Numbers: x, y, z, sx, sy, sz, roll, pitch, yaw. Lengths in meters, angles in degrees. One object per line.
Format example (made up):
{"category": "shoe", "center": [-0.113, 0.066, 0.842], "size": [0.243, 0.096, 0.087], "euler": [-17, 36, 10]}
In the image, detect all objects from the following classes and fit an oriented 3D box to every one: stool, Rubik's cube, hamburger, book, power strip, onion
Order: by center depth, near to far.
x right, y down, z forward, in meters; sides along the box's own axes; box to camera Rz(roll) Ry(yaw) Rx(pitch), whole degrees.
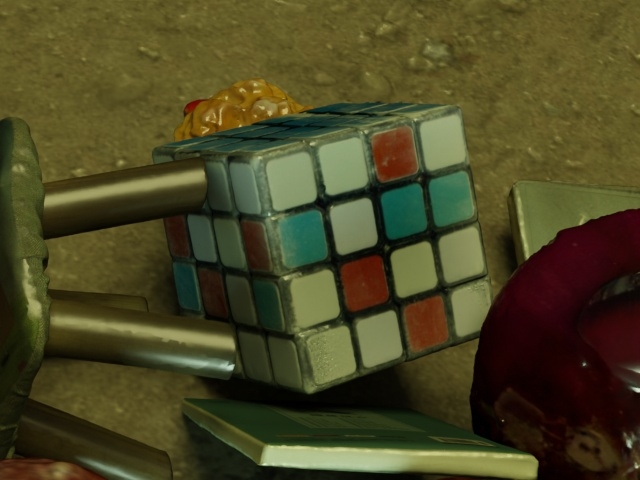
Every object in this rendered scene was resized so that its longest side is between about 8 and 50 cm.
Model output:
{"category": "book", "center": [0.025, 0.190, 1.837], "size": [0.264, 0.379, 0.031], "euler": [5, 90, -14]}
{"category": "stool", "center": [-0.242, 0.077, 1.854], "size": [0.226, 0.310, 0.310], "euler": [6, 46, -23]}
{"category": "onion", "center": [0.344, 0.134, 1.959], "size": [0.398, 0.398, 0.420], "euler": [15, 20, -4]}
{"category": "Rubik's cube", "center": [0.001, -0.001, 1.976], "size": [0.256, 0.253, 0.259], "euler": [-16, 10, -29]}
{"category": "hamburger", "center": [-0.072, -0.093, 2.183], "size": [0.237, 0.149, 0.237], "euler": [9, 46, -10]}
{"category": "power strip", "center": [0.318, 0.032, 2.251], "size": [0.198, 0.064, 0.213], "euler": [5, 59, -16]}

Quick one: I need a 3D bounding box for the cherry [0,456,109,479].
{"category": "cherry", "center": [-0.273, 0.347, 1.579], "size": [0.291, 0.326, 0.334], "euler": [19, 80, -27]}

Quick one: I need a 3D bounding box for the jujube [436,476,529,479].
{"category": "jujube", "center": [0.161, 0.400, 1.644], "size": [0.277, 0.276, 0.376], "euler": [3, 72, -17]}
